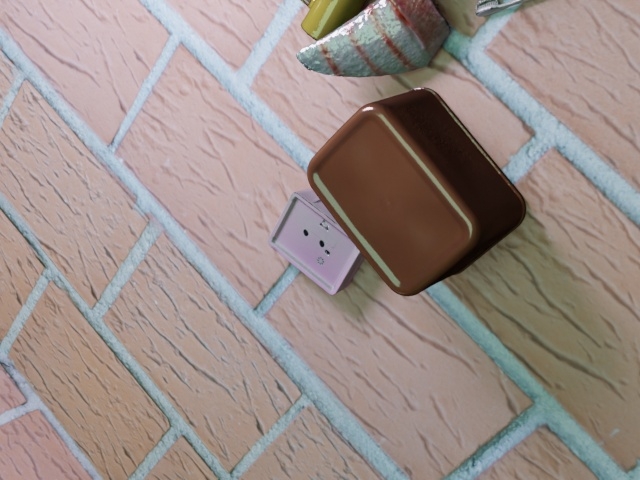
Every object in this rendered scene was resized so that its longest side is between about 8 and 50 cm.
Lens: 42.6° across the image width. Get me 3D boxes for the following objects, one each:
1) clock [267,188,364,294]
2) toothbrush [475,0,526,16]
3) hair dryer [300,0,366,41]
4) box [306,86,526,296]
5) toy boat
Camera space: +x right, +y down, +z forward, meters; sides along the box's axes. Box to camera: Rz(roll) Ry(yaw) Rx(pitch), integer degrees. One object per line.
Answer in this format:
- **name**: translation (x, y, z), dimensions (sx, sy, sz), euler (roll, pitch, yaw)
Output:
- **clock**: translation (0.000, 0.000, 1.763), dimensions (0.197, 0.063, 0.150), euler (38, 119, 17)
- **toothbrush**: translation (0.405, -0.441, 1.430), dimensions (0.288, 0.024, 0.026), euler (-9, 84, 33)
- **hair dryer**: translation (-0.031, -0.518, 1.645), dimensions (0.279, 0.090, 0.135), euler (44, 121, 21)
- **box**: translation (0.172, -0.091, 1.537), dimensions (0.239, 0.229, 0.339), euler (-44, 78, 32)
- **toy boat**: translation (0.093, -0.385, 1.560), dimensions (0.282, 0.096, 0.206), euler (-29, 110, 18)
